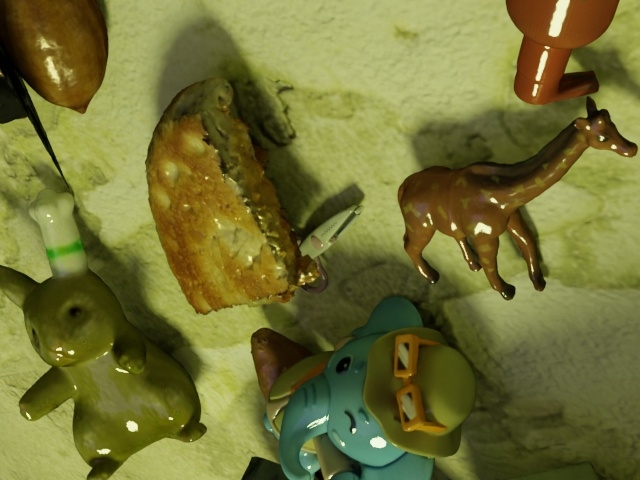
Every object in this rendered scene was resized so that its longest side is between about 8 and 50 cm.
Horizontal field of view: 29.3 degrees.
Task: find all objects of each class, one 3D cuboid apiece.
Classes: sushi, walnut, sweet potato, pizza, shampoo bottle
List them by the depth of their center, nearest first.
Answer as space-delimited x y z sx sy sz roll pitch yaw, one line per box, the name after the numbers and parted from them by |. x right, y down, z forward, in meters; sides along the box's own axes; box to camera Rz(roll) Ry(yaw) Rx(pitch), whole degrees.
0.173 -0.190 0.830 0.085 0.085 0.244 29 145 19 | shampoo bottle
-0.268 -0.214 1.212 0.116 0.116 0.207 12 135 36 | walnut
-0.340 -0.179 1.226 0.219 0.047 0.231 61 173 33 | sushi
-0.085 -0.020 1.243 0.226 0.086 0.335 35 144 23 | pizza
-0.004 0.201 1.406 0.097 0.097 0.251 -15 111 50 | sweet potato

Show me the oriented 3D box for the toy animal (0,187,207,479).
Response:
-0.296 0.131 1.524 0.181 0.180 0.363 -27 116 15 | toy animal

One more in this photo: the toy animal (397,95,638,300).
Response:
0.158 -0.032 1.017 0.224 0.066 0.229 14 140 30 | toy animal

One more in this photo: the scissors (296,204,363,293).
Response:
0.000 0.000 1.242 0.085 0.022 0.176 51 148 1 | scissors

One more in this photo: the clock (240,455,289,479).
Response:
0.031 0.367 1.474 0.312 0.061 0.312 30 163 10 | clock

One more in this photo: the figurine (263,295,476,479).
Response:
0.043 0.179 1.242 0.154 0.180 0.262 37 127 -21 | figurine

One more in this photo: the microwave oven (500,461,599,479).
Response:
0.215 0.456 1.138 0.247 0.394 0.333 -17 122 4 | microwave oven
